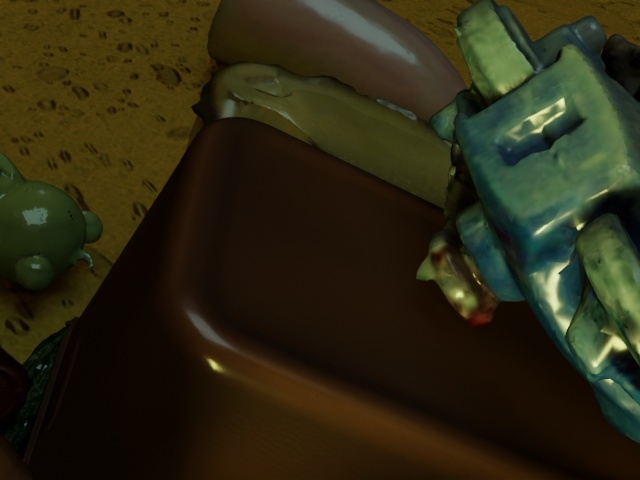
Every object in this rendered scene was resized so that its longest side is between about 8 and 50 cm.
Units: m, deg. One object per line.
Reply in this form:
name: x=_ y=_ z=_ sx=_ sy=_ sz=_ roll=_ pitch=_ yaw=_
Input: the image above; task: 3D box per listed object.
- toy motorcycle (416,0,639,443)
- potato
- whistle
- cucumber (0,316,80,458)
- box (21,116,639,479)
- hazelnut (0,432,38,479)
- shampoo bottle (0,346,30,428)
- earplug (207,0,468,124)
toy motorcycle: x=0.183 y=-0.007 z=0.586 sx=0.241 sy=0.182 sz=0.319 roll=18 pitch=36 yaw=-24
potato: x=0.000 y=0.000 z=0.865 sx=0.285 sy=0.243 sz=0.243 roll=18 pitch=36 yaw=-16
whistle: x=-0.290 y=-0.030 z=0.874 sx=0.227 sy=0.085 sz=0.105 roll=27 pitch=37 yaw=6
cucumber: x=-0.203 y=0.148 z=0.706 sx=0.077 sy=0.077 sz=0.265 roll=18 pitch=35 yaw=-4
box: x=0.012 y=0.113 z=0.664 sx=0.339 sy=0.229 sz=0.239 roll=24 pitch=36 yaw=-15
hazelnut: x=-0.259 y=0.182 z=0.363 sx=0.359 sy=0.409 sz=0.359 roll=28 pitch=51 yaw=-41
shampoo bottle: x=-0.311 y=0.050 z=0.723 sx=0.260 sy=0.064 sz=0.102 roll=28 pitch=13 yaw=38
earplug: x=0.041 y=-0.211 z=1.207 sx=0.301 sy=0.172 sz=0.172 roll=32 pitch=38 yaw=4
